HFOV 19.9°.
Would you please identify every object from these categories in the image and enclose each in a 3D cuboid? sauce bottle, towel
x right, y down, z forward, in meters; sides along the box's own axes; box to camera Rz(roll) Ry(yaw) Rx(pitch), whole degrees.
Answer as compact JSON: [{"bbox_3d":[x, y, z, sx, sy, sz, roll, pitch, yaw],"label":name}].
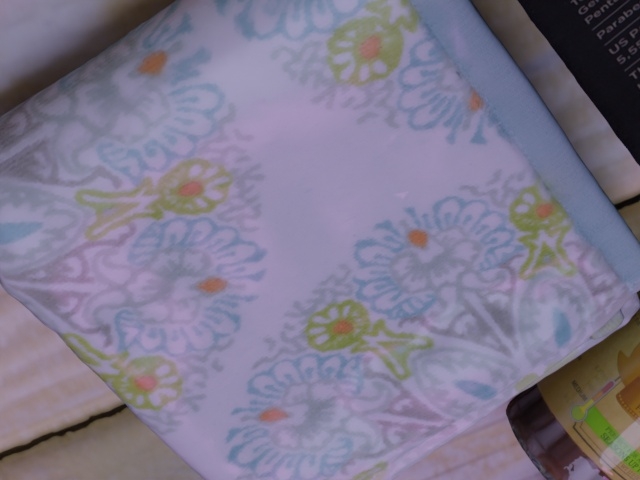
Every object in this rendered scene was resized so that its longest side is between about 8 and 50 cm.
[{"bbox_3d":[0.280,0.042,1.217,0.344,0.111,0.111,-44,125,15],"label":"sauce bottle"},{"bbox_3d":[0.000,0.000,1.113,0.320,0.090,0.374,-34,127,7],"label":"towel"}]

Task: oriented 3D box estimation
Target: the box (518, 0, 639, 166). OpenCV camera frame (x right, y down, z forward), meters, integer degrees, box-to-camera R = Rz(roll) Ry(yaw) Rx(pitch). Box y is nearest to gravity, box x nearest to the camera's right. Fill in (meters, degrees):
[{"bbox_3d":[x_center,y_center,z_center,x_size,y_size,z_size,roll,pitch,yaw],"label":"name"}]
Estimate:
[{"bbox_3d":[0.258,-0.094,0.932,0.212,0.395,0.293,-39,127,10],"label":"box"}]
